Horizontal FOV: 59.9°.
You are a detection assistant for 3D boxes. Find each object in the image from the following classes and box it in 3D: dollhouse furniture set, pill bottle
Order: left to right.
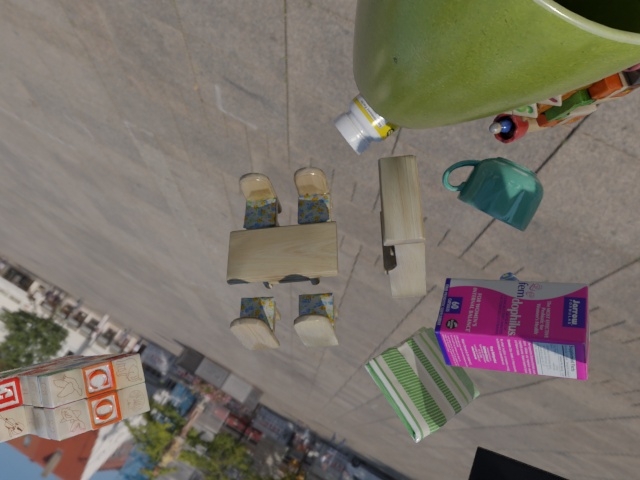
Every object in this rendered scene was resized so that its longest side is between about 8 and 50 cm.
[{"bbox_3d":[0.000,0.000,0.669,0.242,0.212,0.161,-5,150,8],"label":"dollhouse furniture set"},{"bbox_3d":[0.138,-0.295,1.240,0.119,0.209,0.119,49,-168,-15],"label":"pill bottle"}]

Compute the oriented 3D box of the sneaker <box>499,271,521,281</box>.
[{"bbox_3d":[0.419,0.140,1.145,0.080,0.081,0.211,-22,137,13],"label":"sneaker"}]

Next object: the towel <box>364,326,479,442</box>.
[{"bbox_3d":[0.283,0.379,1.519,0.247,0.325,0.038,55,128,17],"label":"towel"}]

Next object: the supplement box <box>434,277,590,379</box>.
[{"bbox_3d":[0.309,0.138,0.890,0.220,0.111,0.113,1,139,26],"label":"supplement box"}]

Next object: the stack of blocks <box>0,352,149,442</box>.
[{"bbox_3d":[-0.411,0.236,0.842,0.171,0.087,0.297,-9,177,-45],"label":"stack of blocks"}]

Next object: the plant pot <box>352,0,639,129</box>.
[{"bbox_3d":[0.146,-0.224,0.516,0.275,0.274,0.293,34,158,-7],"label":"plant pot"}]

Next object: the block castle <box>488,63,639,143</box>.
[{"bbox_3d":[0.568,-0.449,1.343,0.453,0.213,0.302,-32,75,61],"label":"block castle"}]

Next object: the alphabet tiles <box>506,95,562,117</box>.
[{"bbox_3d":[0.350,-0.371,1.224,0.343,0.011,0.285,18,166,32],"label":"alphabet tiles"}]

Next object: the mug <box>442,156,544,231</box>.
[{"bbox_3d":[0.307,-0.091,0.960,0.158,0.097,0.129,22,-169,-27],"label":"mug"}]

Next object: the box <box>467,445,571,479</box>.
[{"bbox_3d":[0.491,0.568,1.242,0.261,0.103,0.184,7,160,42],"label":"box"}]
